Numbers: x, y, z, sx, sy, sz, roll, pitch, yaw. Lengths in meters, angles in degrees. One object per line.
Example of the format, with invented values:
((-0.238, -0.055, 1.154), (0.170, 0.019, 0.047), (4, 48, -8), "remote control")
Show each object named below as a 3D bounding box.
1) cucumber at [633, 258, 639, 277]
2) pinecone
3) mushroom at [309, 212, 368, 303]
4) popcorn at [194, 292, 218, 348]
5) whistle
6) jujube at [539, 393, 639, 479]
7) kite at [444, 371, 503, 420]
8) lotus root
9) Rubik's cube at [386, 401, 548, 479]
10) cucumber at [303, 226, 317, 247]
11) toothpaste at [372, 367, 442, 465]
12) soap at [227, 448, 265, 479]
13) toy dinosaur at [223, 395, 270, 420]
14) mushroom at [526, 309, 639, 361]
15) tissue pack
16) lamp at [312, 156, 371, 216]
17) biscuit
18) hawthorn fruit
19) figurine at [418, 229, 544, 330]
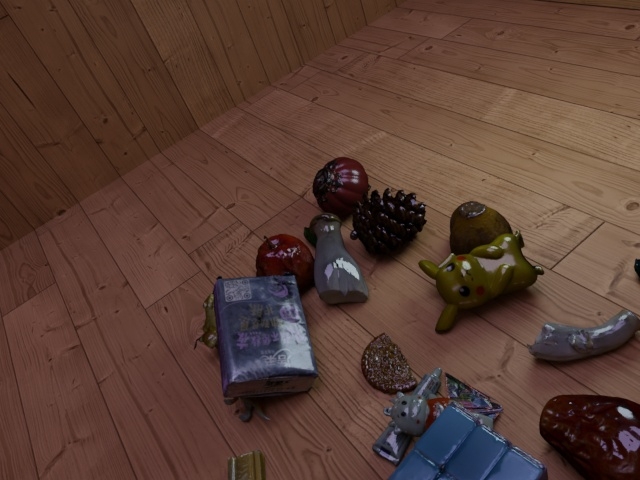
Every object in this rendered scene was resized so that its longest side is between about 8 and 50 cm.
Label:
((0.889, 0.121, 1.345), (0.067, 0.067, 0.245), (-32, 38, -10), "cucumber")
((0.219, -0.070, 1.765), (0.273, 0.224, 0.224), (-22, 39, -5), "pinecone")
((0.047, 0.057, 1.740), (0.159, 0.122, 0.328), (8, 51, -24), "mushroom")
((-0.317, 0.260, 1.710), (0.168, 0.174, 0.195), (-34, 51, 51), "popcorn")
((0.273, 0.418, 1.252), (0.253, 0.106, 0.101), (7, 85, 9), "whistle")
((0.578, 0.405, 1.089), (0.255, 0.190, 0.190), (16, 53, 46), "jujube")
((0.352, 0.416, 1.308), (0.183, 0.014, 0.241), (-18, 39, 11), "kite")
((0.483, -0.048, 1.642), (0.188, 0.180, 0.199), (-8, 42, 24), "lotus root")
((0.294, 0.507, 1.048), (0.231, 0.221, 0.225), (-42, 43, -22), "Rubik's cube")
((0.000, 0.000, 1.911), (0.069, 0.069, 0.227), (-35, 37, -14), "cucumber")
((0.230, 0.425, 1.330), (0.069, 0.047, 0.268), (36, 64, 10), "toothpaste")
((-0.177, 0.637, 1.296), (0.092, 0.037, 0.252), (-18, 39, 5), "soap")
((-0.195, 0.443, 1.527), (0.212, 0.057, 0.142), (18, 34, 25), "toy dinosaur")
((0.648, 0.237, 1.310), (0.278, 0.099, 0.096), (-12, 54, 7), "mushroom")
((-0.167, 0.263, 1.540), (0.259, 0.122, 0.361), (-2, 49, -18), "tissue pack")
((0.072, -0.199, 1.980), (0.227, 0.227, 0.227), (-14, 40, 12), "lamp")
((0.175, 0.343, 1.465), (0.126, 0.025, 0.206), (-27, 39, -4), "biscuit")
((-0.132, 0.058, 1.767), (0.207, 0.243, 0.207), (-15, 42, 14), "hawthorn fruit")
((0.439, 0.094, 1.505), (0.327, 0.169, 0.218), (-19, 62, -4), "figurine")
